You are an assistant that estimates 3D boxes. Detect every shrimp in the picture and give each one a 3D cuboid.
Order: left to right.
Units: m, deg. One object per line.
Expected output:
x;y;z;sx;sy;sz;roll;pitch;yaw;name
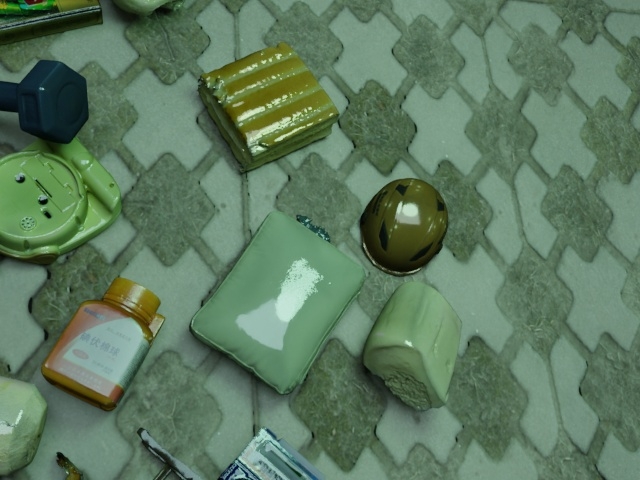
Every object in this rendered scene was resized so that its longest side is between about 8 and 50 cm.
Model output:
-0.504;0.433;1.218;0.195;0.035;0.148;7;51;9;shrimp

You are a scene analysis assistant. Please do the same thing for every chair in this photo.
-0.242;0.495;1.200;0.319;0.160;0.186;39;66;7;chair

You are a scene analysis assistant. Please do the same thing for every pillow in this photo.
-0.079;0.121;1.415;0.255;0.120;0.322;35;67;2;pillow

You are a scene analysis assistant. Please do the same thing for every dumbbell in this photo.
-0.619;-0.281;1.368;0.324;0.144;0.160;11;54;16;dumbbell

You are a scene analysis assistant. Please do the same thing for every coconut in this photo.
-0.564;0.312;1.185;0.182;0.171;0.171;13;65;-13;coconut

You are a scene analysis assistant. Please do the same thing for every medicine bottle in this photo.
-0.397;0.187;1.310;0.149;0.112;0.222;27;64;-3;medicine bottle

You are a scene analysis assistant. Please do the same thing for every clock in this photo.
-0.568;-0.068;1.381;0.235;0.096;0.308;46;65;6;clock

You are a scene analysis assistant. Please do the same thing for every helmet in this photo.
0.194;-0.045;1.553;0.198;0.130;0.224;23;65;-1;helmet

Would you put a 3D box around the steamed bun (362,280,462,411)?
0.188;0.206;1.446;0.200;0.170;0.225;56;43;-23;steamed bun

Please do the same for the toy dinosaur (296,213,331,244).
0.000;0.000;1.524;0.154;0.055;0.049;45;61;9;toy dinosaur

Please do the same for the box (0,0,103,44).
-0.629;-0.538;1.573;0.240;0.071;0.159;-21;77;-21;box

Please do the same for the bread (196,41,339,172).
-0.126;-0.306;1.587;0.246;0.111;0.239;-29;75;-21;bread

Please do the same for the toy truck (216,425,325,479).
-0.054;0.481;1.274;0.268;0.124;0.155;40;59;5;toy truck

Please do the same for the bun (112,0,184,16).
-0.407;-0.598;1.632;0.209;0.116;0.237;1;53;-11;bun
